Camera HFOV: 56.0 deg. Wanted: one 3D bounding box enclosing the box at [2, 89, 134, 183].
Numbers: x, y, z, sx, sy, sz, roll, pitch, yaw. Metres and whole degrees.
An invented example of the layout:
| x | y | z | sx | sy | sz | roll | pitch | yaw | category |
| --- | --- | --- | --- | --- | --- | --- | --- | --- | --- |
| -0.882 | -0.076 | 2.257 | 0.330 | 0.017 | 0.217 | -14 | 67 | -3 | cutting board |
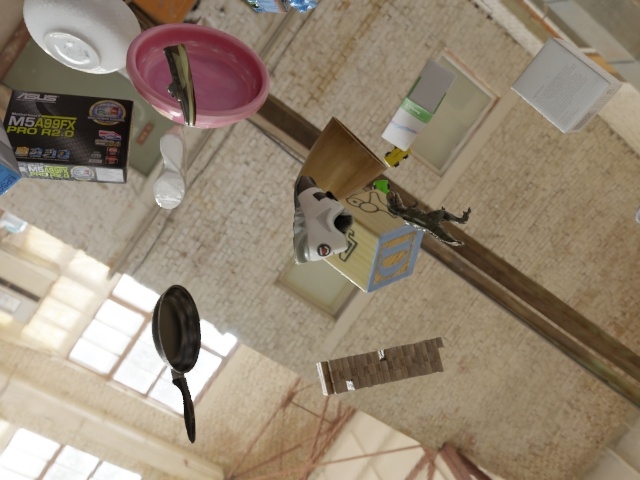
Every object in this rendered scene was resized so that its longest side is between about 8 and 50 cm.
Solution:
| x | y | z | sx | sy | sz | roll | pitch | yaw | category |
| --- | --- | --- | --- | --- | --- | --- | --- | --- | --- |
| -0.570 | -0.236 | 1.364 | 0.060 | 0.270 | 0.216 | 111 | -21 | -54 | box |

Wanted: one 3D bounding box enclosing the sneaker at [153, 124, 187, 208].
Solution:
| x | y | z | sx | sy | sz | roll | pitch | yaw | category |
| --- | --- | --- | --- | --- | --- | --- | --- | --- | --- |
| -0.358 | -0.182 | 1.485 | 0.094 | 0.080 | 0.212 | -88 | -167 | -59 | sneaker |

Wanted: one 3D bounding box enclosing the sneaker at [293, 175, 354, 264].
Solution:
| x | y | z | sx | sy | sz | roll | pitch | yaw | category |
| --- | --- | --- | --- | --- | --- | --- | --- | --- | --- |
| 0.007 | -0.058 | 1.483 | 0.146 | 0.122 | 0.330 | -7 | -144 | 2 | sneaker |

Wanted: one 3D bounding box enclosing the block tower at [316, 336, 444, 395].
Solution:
| x | y | z | sx | sy | sz | roll | pitch | yaw | category |
| --- | --- | --- | --- | --- | --- | --- | --- | --- | --- |
| 0.168 | 0.338 | 1.616 | 0.091 | 0.335 | 0.097 | 129 | -51 | -74 | block tower |

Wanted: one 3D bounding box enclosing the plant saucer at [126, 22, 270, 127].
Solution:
| x | y | z | sx | sy | sz | roll | pitch | yaw | category |
| --- | --- | --- | --- | --- | --- | --- | --- | --- | --- |
| -0.288 | -0.381 | 1.425 | 0.084 | 0.332 | 0.332 | 116 | -8 | -49 | plant saucer |

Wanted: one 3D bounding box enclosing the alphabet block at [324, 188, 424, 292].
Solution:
| x | y | z | sx | sy | sz | roll | pitch | yaw | category |
| --- | --- | --- | --- | --- | --- | --- | --- | --- | --- |
| 0.144 | -0.003 | 1.665 | 0.197 | 0.192 | 0.193 | 39 | -49 | 37 | alphabet block |

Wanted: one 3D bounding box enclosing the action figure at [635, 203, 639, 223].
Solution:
| x | y | z | sx | sy | sz | roll | pitch | yaw | category |
| --- | --- | --- | --- | --- | --- | --- | --- | --- | --- |
| 0.604 | -0.060 | 0.849 | 0.341 | 0.179 | 0.330 | -15 | -167 | -11 | action figure |

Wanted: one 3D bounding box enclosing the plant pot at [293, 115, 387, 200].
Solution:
| x | y | z | sx | sy | sz | roll | pitch | yaw | category |
| --- | --- | --- | --- | --- | --- | --- | --- | --- | --- |
| 0.039 | -0.221 | 1.904 | 0.254 | 0.237 | 0.237 | -45 | -158 | 12 | plant pot |

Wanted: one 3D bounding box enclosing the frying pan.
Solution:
| x | y | z | sx | sy | sz | roll | pitch | yaw | category |
| --- | --- | --- | --- | --- | --- | --- | --- | --- | --- |
| -0.305 | 0.259 | 1.343 | 0.053 | 0.326 | 0.197 | -9 | -169 | 13 | frying pan |

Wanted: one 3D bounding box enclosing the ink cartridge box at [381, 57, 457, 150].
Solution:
| x | y | z | sx | sy | sz | roll | pitch | yaw | category |
| --- | --- | --- | --- | --- | --- | --- | --- | --- | --- |
| 0.265 | -0.365 | 1.645 | 0.154 | 0.093 | 0.212 | -59 | 180 | -22 | ink cartridge box |

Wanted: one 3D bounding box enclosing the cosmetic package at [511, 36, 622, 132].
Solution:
| x | y | z | sx | sy | sz | roll | pitch | yaw | category |
| --- | --- | --- | --- | --- | --- | --- | --- | --- | --- |
| 0.607 | -0.382 | 1.488 | 0.151 | 0.184 | 0.151 | -17 | 149 | -52 | cosmetic package |

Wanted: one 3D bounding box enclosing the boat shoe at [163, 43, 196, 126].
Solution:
| x | y | z | sx | sy | sz | roll | pitch | yaw | category |
| --- | --- | --- | --- | --- | --- | --- | --- | --- | --- |
| -0.265 | -0.290 | 1.135 | 0.056 | 0.049 | 0.152 | -131 | -146 | -78 | boat shoe |

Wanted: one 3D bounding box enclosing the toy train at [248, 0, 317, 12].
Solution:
| x | y | z | sx | sy | sz | roll | pitch | yaw | category |
| --- | --- | --- | --- | --- | --- | --- | --- | --- | --- |
| -0.060 | -0.371 | 0.846 | 0.184 | 0.105 | 0.080 | -62 | 154 | -81 | toy train |

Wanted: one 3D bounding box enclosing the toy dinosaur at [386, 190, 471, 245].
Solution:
| x | y | z | sx | sy | sz | roll | pitch | yaw | category |
| --- | --- | --- | --- | --- | --- | --- | --- | --- | --- |
| 0.253 | -0.044 | 1.308 | 0.268 | 0.118 | 0.064 | 35 | -47 | 50 | toy dinosaur |

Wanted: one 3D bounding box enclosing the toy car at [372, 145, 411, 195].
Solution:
| x | y | z | sx | sy | sz | roll | pitch | yaw | category |
| --- | --- | --- | --- | --- | --- | --- | --- | --- | --- |
| 0.202 | -0.221 | 2.086 | 0.053 | 0.239 | 0.225 | 136 | -52 | -85 | toy car |

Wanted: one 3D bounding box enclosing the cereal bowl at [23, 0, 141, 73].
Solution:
| x | y | z | sx | sy | sz | roll | pitch | yaw | category |
| --- | --- | --- | --- | --- | --- | --- | --- | --- | --- |
| -0.716 | -0.613 | 1.786 | 0.339 | 0.339 | 0.141 | -27 | -135 | 53 | cereal bowl |

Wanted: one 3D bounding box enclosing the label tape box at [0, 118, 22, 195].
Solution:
| x | y | z | sx | sy | sz | roll | pitch | yaw | category |
| --- | --- | --- | --- | --- | --- | --- | --- | --- | --- |
| -0.753 | -0.167 | 1.192 | 0.249 | 0.115 | 0.348 | -41 | -130 | 2 | label tape box |
